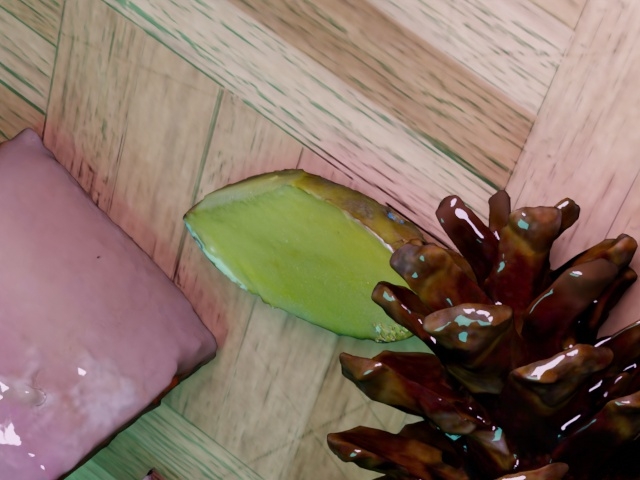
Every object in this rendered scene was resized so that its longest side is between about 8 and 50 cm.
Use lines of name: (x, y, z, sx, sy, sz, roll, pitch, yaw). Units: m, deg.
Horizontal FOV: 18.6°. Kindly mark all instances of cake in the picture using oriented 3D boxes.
cake: (-0.258, 0.096, 1.411, 0.230, 0.237, 0.309, 50, 140, -3)

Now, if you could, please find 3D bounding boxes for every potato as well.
potato: (0.000, 0.000, 1.234, 0.198, 0.054, 0.119, 6, 129, 47)

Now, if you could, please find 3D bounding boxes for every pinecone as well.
pinecone: (0.119, 0.123, 1.088, 0.244, 0.244, 0.309, -4, 108, 45)

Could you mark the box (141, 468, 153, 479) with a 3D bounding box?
box: (-0.154, 0.295, 1.527, 0.133, 0.182, 0.099, 42, 141, 3)
